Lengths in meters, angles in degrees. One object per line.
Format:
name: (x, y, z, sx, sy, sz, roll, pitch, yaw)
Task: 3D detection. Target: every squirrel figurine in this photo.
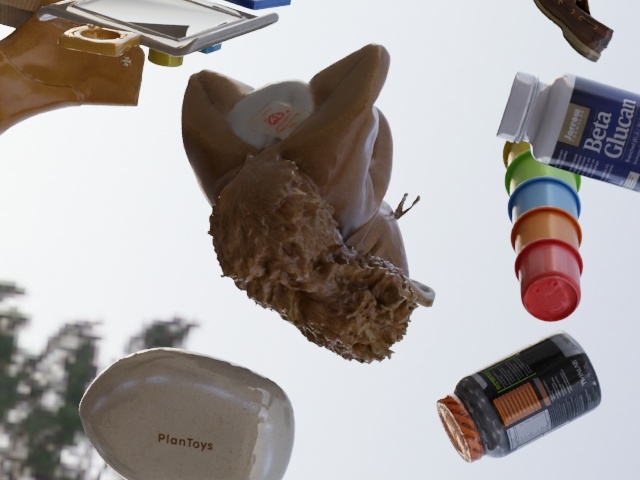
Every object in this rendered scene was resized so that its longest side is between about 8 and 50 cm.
squirrel figurine: (0.000, 0.000, 2.103, 0.397, 0.281, 0.370, -85, 157, -45)

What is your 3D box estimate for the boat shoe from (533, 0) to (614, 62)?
boat shoe: (0.365, -0.335, 2.370, 0.060, 0.064, 0.178, -50, -126, 23)

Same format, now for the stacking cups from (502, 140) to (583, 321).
stacking cups: (0.257, -0.016, 1.838, 0.316, 0.096, 0.096, -84, -165, -55)

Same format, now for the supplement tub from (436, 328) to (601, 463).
supplement tub: (0.251, 0.202, 2.077, 0.117, 0.190, 0.117, 61, -12, 22)

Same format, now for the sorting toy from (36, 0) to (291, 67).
sorting toy: (-0.169, -0.222, 1.701, 0.196, 0.347, 0.047, 16, -67, 24)

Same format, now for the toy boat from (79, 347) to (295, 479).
toy boat: (-0.174, 0.279, 2.019, 0.148, 0.267, 0.318, -61, 165, -71)

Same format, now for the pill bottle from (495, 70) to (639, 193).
pill bottle: (0.264, -0.111, 1.610, 0.094, 0.169, 0.094, 17, 90, -86)

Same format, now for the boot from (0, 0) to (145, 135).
boot: (-0.331, -0.188, 2.017, 0.104, 0.211, 0.295, 112, -8, -69)
